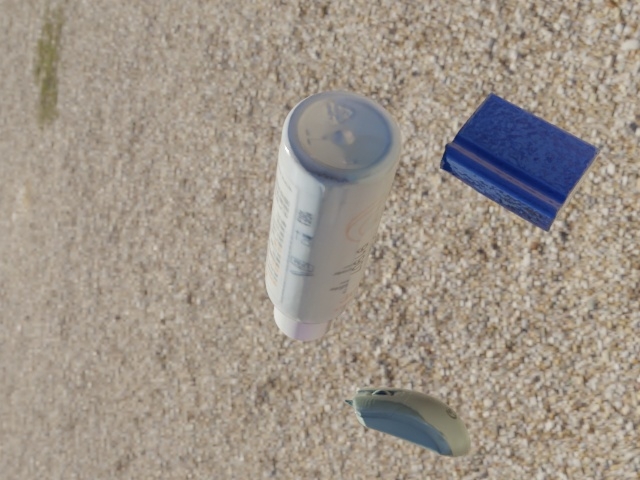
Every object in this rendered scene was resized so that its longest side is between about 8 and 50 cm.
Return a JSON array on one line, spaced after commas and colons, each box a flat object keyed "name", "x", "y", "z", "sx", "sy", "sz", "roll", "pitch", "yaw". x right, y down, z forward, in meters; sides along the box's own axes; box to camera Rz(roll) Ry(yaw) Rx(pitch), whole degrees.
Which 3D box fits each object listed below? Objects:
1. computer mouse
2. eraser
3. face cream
[{"name": "computer mouse", "x": 0.122, "y": 0.234, "z": 1.122, "sx": 0.182, "sy": 0.089, "sz": 0.056, "roll": 17, "pitch": 104, "yaw": 11}, {"name": "eraser", "x": 0.130, "y": -0.052, "z": 0.542, "sx": 0.085, "sy": 0.063, "sz": 0.027, "roll": 33, "pitch": 158, "yaw": 19}, {"name": "face cream", "x": 0.000, "y": 0.000, "z": 0.638, "sx": 0.269, "sy": 0.082, "sz": 0.082, "roll": 101, "pitch": 154, "yaw": -59}]
